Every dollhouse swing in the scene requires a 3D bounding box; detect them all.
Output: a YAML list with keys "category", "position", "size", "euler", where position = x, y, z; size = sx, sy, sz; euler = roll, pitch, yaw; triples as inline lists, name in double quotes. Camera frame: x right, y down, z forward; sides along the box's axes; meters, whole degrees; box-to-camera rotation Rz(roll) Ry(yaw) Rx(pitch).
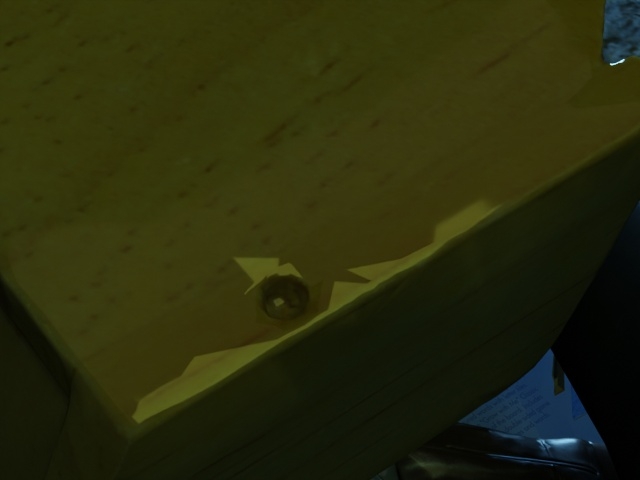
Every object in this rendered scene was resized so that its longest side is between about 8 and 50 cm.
- category: "dollhouse swing"
  position: [-0.093, 0.001, 0.611]
  size: [0.315, 0.305, 0.347]
  euler: [-29, 57, -25]

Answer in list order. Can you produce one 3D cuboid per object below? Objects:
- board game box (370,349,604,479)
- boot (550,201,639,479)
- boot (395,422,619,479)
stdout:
- category: "board game box"
  position: [0.179, 0.123, 0.783]
  size: [0.318, 0.066, 0.318]
  euler: [-24, 55, -36]
- category: "boot"
  position: [0.000, 0.000, 0.696]
  size: [0.445, 0.146, 0.367]
  euler: [9, 23, 10]
- category: "boot"
  position: [0.086, 0.124, 0.675]
  size: [0.114, 0.037, 0.106]
  euler: [11, 30, -9]
